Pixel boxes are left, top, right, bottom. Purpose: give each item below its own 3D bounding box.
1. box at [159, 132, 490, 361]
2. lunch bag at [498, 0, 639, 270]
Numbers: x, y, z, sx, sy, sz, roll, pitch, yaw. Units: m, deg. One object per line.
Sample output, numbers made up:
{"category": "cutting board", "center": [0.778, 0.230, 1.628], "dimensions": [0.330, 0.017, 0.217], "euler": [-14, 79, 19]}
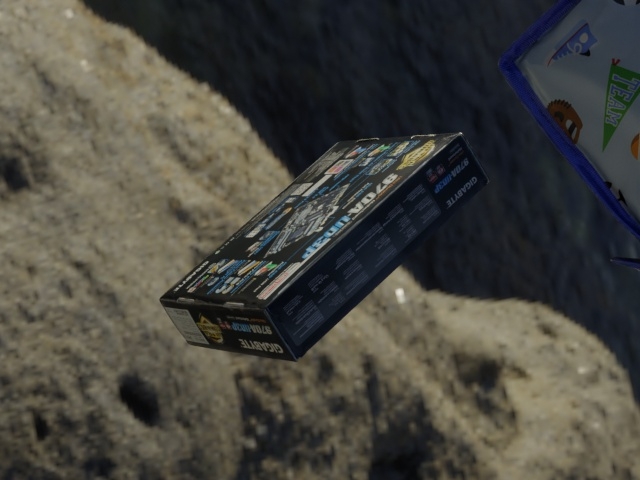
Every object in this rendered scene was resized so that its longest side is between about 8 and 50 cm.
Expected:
{"category": "box", "center": [0.000, 0.000, 1.151], "dimensions": [0.220, 0.175, 0.051], "euler": [-42, 111, -25]}
{"category": "lunch bag", "center": [0.407, -0.074, 1.463], "dimensions": [0.328, 0.239, 0.385], "euler": [7, 43, -51]}
